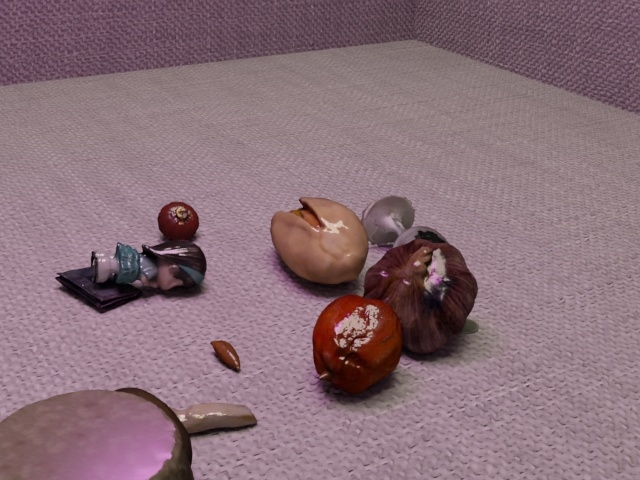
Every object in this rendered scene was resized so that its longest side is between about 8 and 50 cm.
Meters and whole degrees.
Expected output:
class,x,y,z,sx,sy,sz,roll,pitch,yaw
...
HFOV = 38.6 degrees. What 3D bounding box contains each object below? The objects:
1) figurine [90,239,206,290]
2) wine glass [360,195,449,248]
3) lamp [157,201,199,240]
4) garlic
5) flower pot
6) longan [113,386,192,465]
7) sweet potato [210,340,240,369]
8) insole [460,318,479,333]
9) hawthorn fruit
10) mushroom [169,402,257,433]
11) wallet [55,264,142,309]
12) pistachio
class,x,y,z,sx,sy,sz,roll,pitch,yaw
figurine,-0.362,0.049,1.945,0.245,0.110,0.138,1,17,-19
wine glass,0.206,0.014,2.054,0.143,0.143,0.321,-7,27,-18
lamp,-0.341,-0.046,2.189,0.101,0.090,0.101,10,61,-18
garlic,0.187,0.097,1.785,0.244,0.160,0.245,-11,54,15
flower pot,-0.255,0.363,1.034,0.293,0.330,0.294,3,26,-1
longan,-0.284,0.307,1.358,0.189,0.189,0.189,2,25,-1
sweet potato,-0.174,0.213,1.711,0.034,0.034,0.095,-17,41,-35
insole,0.223,0.151,1.908,0.232,0.003,0.080,19,30,32
hawthorn fruit,0.065,0.191,1.652,0.173,0.173,0.179,2,51,1
mushroom,-0.204,0.292,1.521,0.202,0.054,0.059,2,29,-15
wallet,-0.471,0.097,1.939,0.166,0.030,0.111,25,23,35
pistachio,0.000,0.000,2.042,0.187,0.188,0.299,-8,21,-20
